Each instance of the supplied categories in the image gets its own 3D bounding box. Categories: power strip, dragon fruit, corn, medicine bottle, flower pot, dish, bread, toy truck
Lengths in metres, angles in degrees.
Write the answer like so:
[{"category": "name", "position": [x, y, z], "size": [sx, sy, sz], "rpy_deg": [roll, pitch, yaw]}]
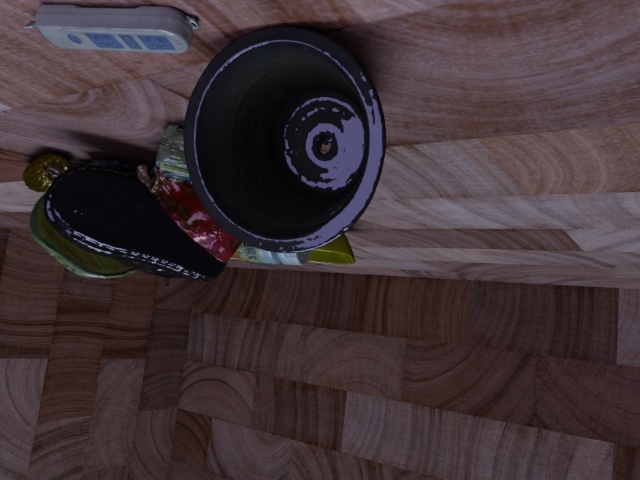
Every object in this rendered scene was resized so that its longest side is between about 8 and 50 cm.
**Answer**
[{"category": "power strip", "position": [-0.218, -0.218, 0.563], "size": [0.191, 0.030, 0.047], "rpy_deg": [5, 171, 9]}, {"category": "dragon fruit", "position": [-0.225, -0.102, 1.013], "size": [0.212, 0.134, 0.262], "rpy_deg": [29, -164, -34]}, {"category": "corn", "position": [-0.610, -0.143, 1.208], "size": [0.080, 0.080, 0.231], "rpy_deg": [13, 171, -37]}, {"category": "medicine bottle", "position": [-0.191, -0.020, 1.464], "size": [0.318, 0.158, 0.158], "rpy_deg": [4, 171, 18]}, {"category": "flower pot", "position": [-0.021, -0.110, 0.631], "size": [0.235, 0.235, 0.148], "rpy_deg": [3, -170, 22]}, {"category": "dish", "position": [0.000, 0.000, 1.627], "size": [0.221, 0.108, 0.262], "rpy_deg": [4, 170, 18]}, {"category": "bread", "position": [-0.520, -0.032, 1.295], "size": [0.301, 0.301, 0.045], "rpy_deg": [10, 137, -26]}, {"category": "toy truck", "position": [-0.173, -0.139, 0.897], "size": [0.191, 0.085, 0.116], "rpy_deg": [10, 166, -7]}]

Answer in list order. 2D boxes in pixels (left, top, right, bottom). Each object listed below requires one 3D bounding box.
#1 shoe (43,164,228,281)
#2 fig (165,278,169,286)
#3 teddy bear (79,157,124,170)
[{"category": "shoe", "position": [-0.391, -0.032, 1.138], "size": [0.384, 0.171, 0.237], "rpy_deg": [24, 168, -39]}, {"category": "fig", "position": [-0.440, 0.017, 1.616], "size": [0.159, 0.257, 0.159], "rpy_deg": [1, 157, 0]}, {"category": "teddy bear", "position": [-0.485, -0.130, 1.201], "size": [0.133, 0.111, 0.213], "rpy_deg": [-13, 158, -31]}]
